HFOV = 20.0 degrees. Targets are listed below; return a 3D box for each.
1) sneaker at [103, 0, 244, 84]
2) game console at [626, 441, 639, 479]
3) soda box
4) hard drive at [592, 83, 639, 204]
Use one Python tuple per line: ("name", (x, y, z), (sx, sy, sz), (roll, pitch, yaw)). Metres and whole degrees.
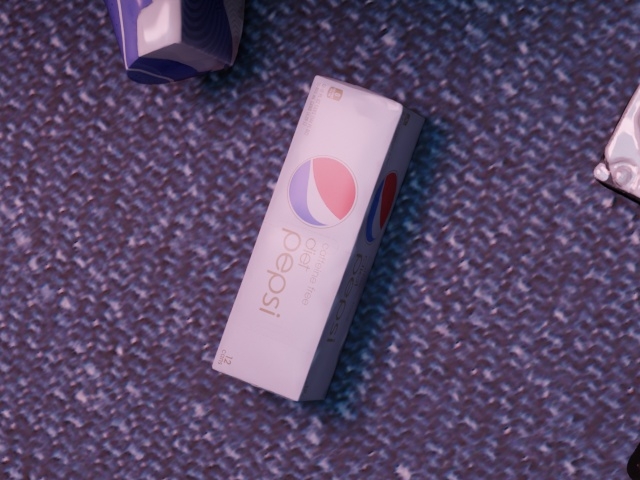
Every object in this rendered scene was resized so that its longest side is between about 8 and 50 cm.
("sneaker", (-0.170, -0.251, 1.304), (0.182, 0.127, 0.315), (-15, 76, 18))
("game console", (0.284, 0.137, 1.204), (0.107, 0.071, 0.122), (36, 96, 45))
("soda box", (0.000, 0.000, 1.257), (0.069, 0.074, 0.216), (20, 92, 16))
("hard drive", (0.358, -0.135, 1.175), (0.237, 0.064, 0.339), (29, 93, 15))
